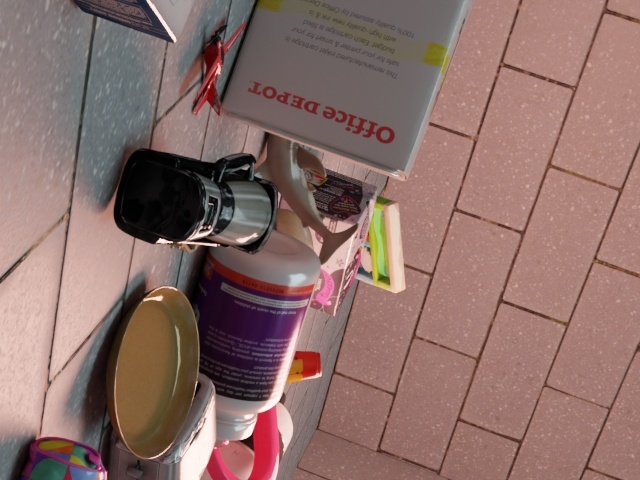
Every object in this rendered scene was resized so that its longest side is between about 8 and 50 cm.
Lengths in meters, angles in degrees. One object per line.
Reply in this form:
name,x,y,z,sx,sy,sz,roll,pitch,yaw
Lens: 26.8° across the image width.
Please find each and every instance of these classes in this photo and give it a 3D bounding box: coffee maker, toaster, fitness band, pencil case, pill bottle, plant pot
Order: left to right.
pencil case,-0.328,0.353,1.591,0.104,0.104,0.236,-20,129,-79
plant pot,-0.232,0.177,1.828,0.236,0.032,0.236,5,90,-68
toaster,-0.227,0.284,1.983,0.227,0.129,0.146,-60,164,-44
coffee maker,-0.166,-0.043,1.614,0.178,0.171,0.120,8,77,-61
fitness band,-0.145,0.307,2.365,0.209,0.054,0.290,35,46,-56
pill bottle,-0.125,0.148,2.139,0.181,0.182,0.323,-45,154,-71

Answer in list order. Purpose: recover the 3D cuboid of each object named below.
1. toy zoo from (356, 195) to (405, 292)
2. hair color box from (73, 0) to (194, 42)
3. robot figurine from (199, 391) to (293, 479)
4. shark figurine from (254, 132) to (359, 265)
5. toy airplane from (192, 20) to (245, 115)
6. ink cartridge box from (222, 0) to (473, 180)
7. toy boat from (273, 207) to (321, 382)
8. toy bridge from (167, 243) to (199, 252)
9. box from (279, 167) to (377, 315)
toy zoo,0.060,-0.019,2.766,0.030,0.293,0.192,-22,117,-34
hair color box,-0.165,-0.302,1.088,0.347,0.105,0.173,61,49,-80
robot figurine,-0.158,0.384,2.535,0.209,0.174,0.278,57,33,-20
shark figurine,-0.055,-0.084,2.240,0.116,0.278,0.166,-21,178,-28
toy airplane,-0.137,-0.218,1.732,0.151,0.028,0.151,21,90,-81
ink cartridge box,0.057,-0.309,1.921,0.160,0.279,0.384,22,88,-83
toy boat,-0.082,0.102,2.377,0.267,0.148,0.318,95,-9,-68
toy bridge,-0.182,-0.015,1.926,0.188,0.026,0.063,-47,156,-69
box,0.000,0.000,2.656,0.142,0.163,0.247,-59,166,-48
